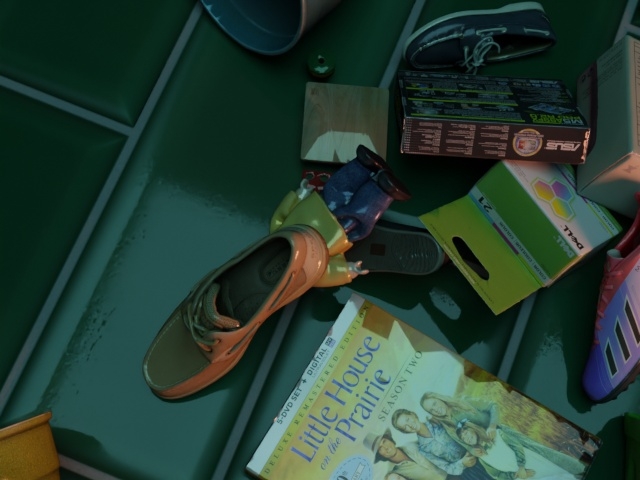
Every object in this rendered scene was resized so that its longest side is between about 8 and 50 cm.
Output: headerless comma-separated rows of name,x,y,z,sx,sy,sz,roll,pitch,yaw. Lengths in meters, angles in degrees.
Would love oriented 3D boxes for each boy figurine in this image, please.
boy figurine,0.000,0.000,1.504,0.285,0.092,0.177,-46,63,12

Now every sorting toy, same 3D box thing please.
sorting toy,0.037,-0.167,1.637,0.132,0.046,0.274,4,72,-2

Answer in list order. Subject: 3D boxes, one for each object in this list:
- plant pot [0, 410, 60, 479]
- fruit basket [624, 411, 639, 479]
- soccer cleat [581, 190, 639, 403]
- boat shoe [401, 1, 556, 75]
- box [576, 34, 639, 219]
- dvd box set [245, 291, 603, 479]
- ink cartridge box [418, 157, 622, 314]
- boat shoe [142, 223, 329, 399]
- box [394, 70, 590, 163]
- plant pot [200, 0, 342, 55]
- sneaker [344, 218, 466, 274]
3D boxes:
plant pot,-0.452,0.441,1.283,0.366,0.366,0.353,-20,86,-9
fruit basket,0.619,0.283,1.430,0.392,0.283,0.392,0,89,2
soccer cleat,0.442,0.081,1.510,0.116,0.108,0.318,25,94,-15
boat shoe,0.257,-0.315,1.676,0.254,0.095,0.079,-13,62,-17
box,0.482,-0.166,1.575,0.148,0.127,0.232,22,56,-19
dvd box set,0.148,0.307,1.484,0.420,0.062,0.308,31,73,7
ink cartridge box,0.296,-0.024,1.520,0.255,0.097,0.189,-24,72,-44
boat shoe,-0.141,0.097,1.446,0.341,0.110,0.122,-45,74,16
box,0.251,-0.191,1.579,0.270,0.060,0.216,3,28,-1
plant pot,-0.040,-0.469,1.632,0.271,0.272,0.255,45,60,11
sneaker,0.103,0.009,1.577,0.222,0.118,0.083,14,98,29
